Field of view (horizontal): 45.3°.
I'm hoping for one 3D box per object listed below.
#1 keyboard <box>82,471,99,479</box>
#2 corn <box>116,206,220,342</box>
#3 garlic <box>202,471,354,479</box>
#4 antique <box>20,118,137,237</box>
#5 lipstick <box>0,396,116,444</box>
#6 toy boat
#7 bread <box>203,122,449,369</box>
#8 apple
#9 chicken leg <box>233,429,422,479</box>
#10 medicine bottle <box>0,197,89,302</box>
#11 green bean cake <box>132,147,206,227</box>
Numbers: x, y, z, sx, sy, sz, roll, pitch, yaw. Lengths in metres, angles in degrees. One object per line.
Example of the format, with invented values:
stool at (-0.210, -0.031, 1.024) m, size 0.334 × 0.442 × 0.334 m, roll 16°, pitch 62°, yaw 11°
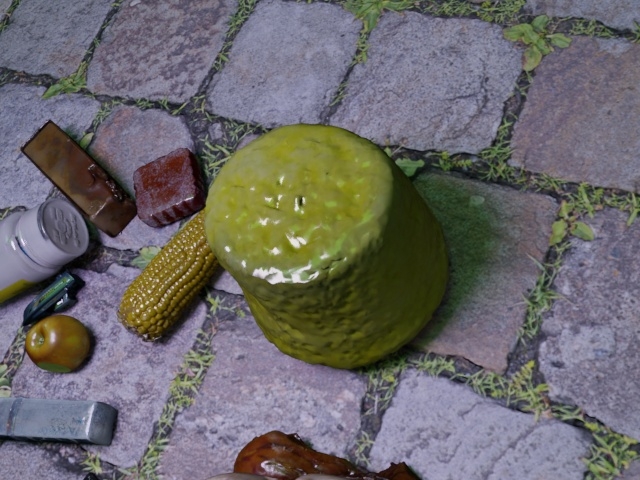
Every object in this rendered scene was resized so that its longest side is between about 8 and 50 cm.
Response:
keyboard at (-0.342, 0.469, 1.262) m, size 0.204 × 0.013 × 0.061 m, roll 35°, pitch 82°, yaw 32°
corn at (-0.244, 0.044, 1.380) m, size 0.106 × 0.106 × 0.305 m, roll 34°, pitch 80°, yaw 32°
garlic at (-0.032, 0.428, 1.015) m, size 0.286 × 0.249 × 0.313 m, roll -16°, pitch 97°, yaw 39°
antique at (-0.496, -0.130, 1.582) m, size 0.093 × 0.087 × 0.310 m, roll -47°, pitch 57°, yaw -6°
lipstick at (-0.502, 0.319, 1.365) m, size 0.289 × 0.077 × 0.076 m, roll -4°, pitch 64°, yaw 20°
toy boat at (-0.523, 0.119, 1.487) m, size 0.141 × 0.055 × 0.060 m, roll -39°, pitch 79°, yaw -1°
bread at (0.000, 0.000, 1.179) m, size 0.348 × 0.308 × 0.348 m, roll -12°, pitch 59°, yaw 20°
apple at (-0.484, 0.186, 1.409) m, size 0.114 × 0.102 × 0.099 m, roll -4°, pitch 65°, yaw 22°
chicken leg at (0.010, 0.346, 1.140) m, size 0.304 × 0.093 × 0.113 m, roll 2°, pitch 55°, yaw 19°
medicine bottle at (-0.585, 0.024, 1.485) m, size 0.258 × 0.143 × 0.143 m, roll -26°, pitch 57°, yaw 22°
green bean cake at (-0.295, -0.101, 1.501) m, size 0.135 × 0.056 × 0.136 m, roll -21°, pitch 59°, yaw 10°
